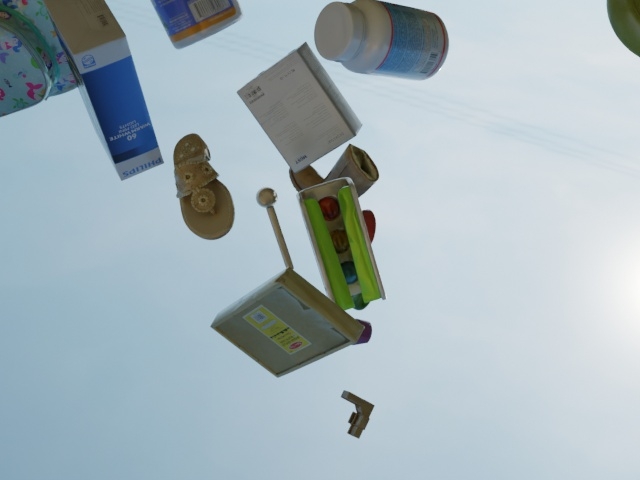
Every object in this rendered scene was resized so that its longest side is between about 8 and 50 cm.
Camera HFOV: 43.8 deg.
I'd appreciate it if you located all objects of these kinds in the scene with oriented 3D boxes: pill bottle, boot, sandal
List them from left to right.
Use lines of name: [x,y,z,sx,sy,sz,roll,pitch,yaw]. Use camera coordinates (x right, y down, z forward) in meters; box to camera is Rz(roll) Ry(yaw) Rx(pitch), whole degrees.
pill bottle: [-0.266,-0.510,1.483,0.152,0.272,0.152,-23,-162,8]
sandal: [-0.208,-0.102,1.261,0.088,0.079,0.240,-32,-133,9]
boot: [0.038,-0.196,2.296,0.089,0.269,0.236,-29,-102,-37]
pill bottle: [0.073,-0.241,0.952,0.160,0.087,0.087,-3,-148,-42]

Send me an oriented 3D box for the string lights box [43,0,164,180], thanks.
string lights box: [-0.306,-0.223,1.148,0.076,0.260,0.133,-25,-121,-14]

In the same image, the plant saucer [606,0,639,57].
plant saucer: [0.565,-0.381,1.215,0.241,0.241,0.037,21,175,20]

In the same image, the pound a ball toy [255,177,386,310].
pound a ball toy: [0.000,0.000,1.749,0.208,0.319,0.136,-18,-163,-1]

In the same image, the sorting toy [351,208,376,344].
sorting toy: [0.057,0.077,1.967,0.126,0.127,0.366,14,-118,-24]

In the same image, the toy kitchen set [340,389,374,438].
toy kitchen set: [0.064,0.394,1.815,0.075,0.083,0.068,32,166,-20]

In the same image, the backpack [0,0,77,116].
backpack: [-0.519,-0.342,1.372,0.253,0.225,0.191,-14,-140,11]

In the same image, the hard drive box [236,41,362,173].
hard drive box: [-0.046,-0.300,1.812,0.181,0.232,0.089,-29,-165,24]

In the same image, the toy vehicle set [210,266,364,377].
toy vehicle set: [-0.066,0.150,1.388,0.166,0.267,0.035,40,-128,-14]
